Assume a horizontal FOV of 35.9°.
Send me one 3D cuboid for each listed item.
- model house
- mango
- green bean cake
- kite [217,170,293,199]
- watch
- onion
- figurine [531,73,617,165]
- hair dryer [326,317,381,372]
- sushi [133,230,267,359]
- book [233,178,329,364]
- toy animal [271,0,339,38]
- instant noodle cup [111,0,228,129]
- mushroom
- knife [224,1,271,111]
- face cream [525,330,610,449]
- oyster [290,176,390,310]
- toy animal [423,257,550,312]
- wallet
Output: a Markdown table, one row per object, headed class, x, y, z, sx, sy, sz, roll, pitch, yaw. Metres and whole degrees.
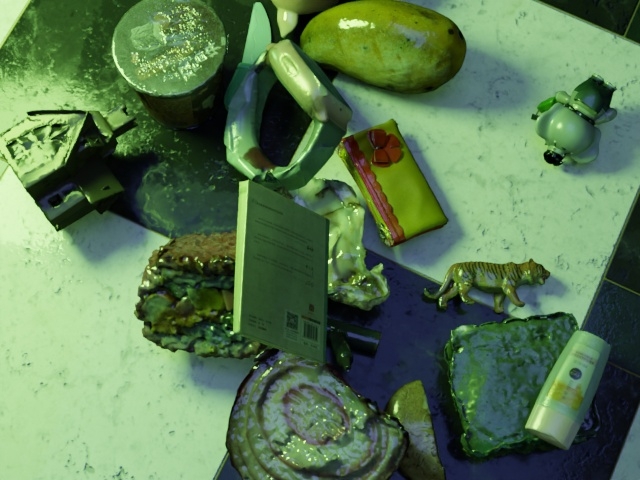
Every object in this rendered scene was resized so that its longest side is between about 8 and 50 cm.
| class | x | y | z | sx | sy | sz | roll | pitch | yaw |
| --- | --- | --- | --- | --- | --- | --- | --- | --- | --- |
| model house | -0.445 | -0.157 | 1.858 | 0.243 | 0.211 | 0.204 | -35 | 79 | -10 |
| mango | 0.123 | -0.390 | 1.949 | 0.329 | 0.175 | 0.177 | 20 | 107 | 13 |
| green bean cake | 0.358 | 0.264 | 1.786 | 0.254 | 0.132 | 0.241 | -10 | 74 | -2 |
| kite | -0.120 | -0.097 | 1.854 | 0.156 | 0.139 | 0.011 | 16 | 58 | -22 |
| watch | -0.076 | -0.224 | 1.902 | 0.241 | 0.161 | 0.253 | -41 | 61 | 13 |
| onion | -0.027 | 0.348 | 1.761 | 0.314 | 0.146 | 0.280 | 42 | 91 | 3 |
| figurine | 0.500 | -0.232 | 1.939 | 0.147 | 0.126 | 0.192 | 34 | 92 | -1 |
| hair dryer | 0.018 | 0.188 | 1.780 | 0.173 | 0.195 | 0.050 | 13 | 103 | 4 |
| sushi | -0.195 | 0.100 | 1.790 | 0.270 | 0.171 | 0.237 | 1 | 116 | 10 |
| book | -0.062 | 0.055 | 1.703 | 0.214 | 0.025 | 0.283 | 26 | 54 | -39 |
| toy animal | 0.009 | -0.565 | 1.988 | 0.195 | 0.256 | 0.213 | 61 | 39 | -12 |
| instant noodle cup | -0.278 | -0.333 | 1.912 | 0.217 | 0.207 | 0.218 | 0 | 73 | -1 |
| mushroom | 0.169 | 0.358 | 1.787 | 0.094 | 0.072 | 0.210 | -10 | 74 | 6 |
| knife | -0.139 | -0.374 | 2.018 | 0.063 | 0.035 | 0.260 | 13 | 72 | 4 |
| face cream | 0.427 | 0.254 | 1.693 | 0.084 | 0.057 | 0.198 | 24 | 72 | 16 |
| oyster | 0.002 | 0.003 | 1.874 | 0.275 | 0.100 | 0.271 | -3 | 72 | 17 |
| toy animal | 0.317 | 0.084 | 1.881 | 0.241 | 0.057 | 0.099 | 2 | 67 | 2 |
| wallet | 0.136 | -0.113 | 1.908 | 0.141 | 0.067 | 0.241 | -22 | 76 | -27 |
